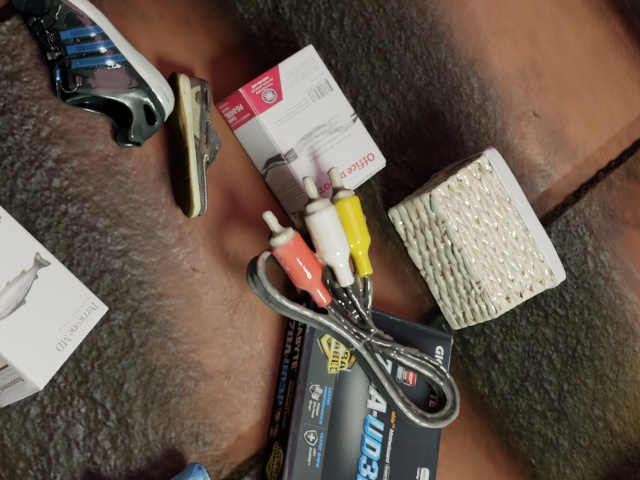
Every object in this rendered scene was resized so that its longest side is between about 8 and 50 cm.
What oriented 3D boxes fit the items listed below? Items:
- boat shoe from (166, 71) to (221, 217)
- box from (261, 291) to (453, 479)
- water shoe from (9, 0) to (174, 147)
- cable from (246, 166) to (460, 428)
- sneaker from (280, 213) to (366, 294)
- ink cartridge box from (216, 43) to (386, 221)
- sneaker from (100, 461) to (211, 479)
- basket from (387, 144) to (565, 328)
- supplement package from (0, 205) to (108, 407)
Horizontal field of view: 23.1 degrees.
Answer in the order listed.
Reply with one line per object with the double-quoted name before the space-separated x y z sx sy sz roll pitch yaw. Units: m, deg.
"boat shoe" -0.122 -0.097 1.566 0.049 0.056 0.152 -1 76 -26
"box" 0.039 0.179 1.583 0.175 0.051 0.220 20 66 -24
"water shoe" -0.231 -0.174 1.515 0.203 0.073 0.080 40 62 -14
"cable" 0.035 0.076 1.538 0.139 0.072 0.287 -34 92 -30
"sneaker" 0.000 0.000 1.622 0.057 0.047 0.119 43 57 0
"ink cartridge box" -0.019 -0.110 1.627 0.109 0.063 0.150 -36 96 -33
"sneaker" -0.170 0.244 1.435 0.162 0.063 0.073 -30 89 -34
"basket" 0.163 0.001 1.676 0.103 0.113 0.167 -30 92 -29
"supplement package" -0.299 0.046 1.390 0.179 0.105 0.105 44 58 -13
